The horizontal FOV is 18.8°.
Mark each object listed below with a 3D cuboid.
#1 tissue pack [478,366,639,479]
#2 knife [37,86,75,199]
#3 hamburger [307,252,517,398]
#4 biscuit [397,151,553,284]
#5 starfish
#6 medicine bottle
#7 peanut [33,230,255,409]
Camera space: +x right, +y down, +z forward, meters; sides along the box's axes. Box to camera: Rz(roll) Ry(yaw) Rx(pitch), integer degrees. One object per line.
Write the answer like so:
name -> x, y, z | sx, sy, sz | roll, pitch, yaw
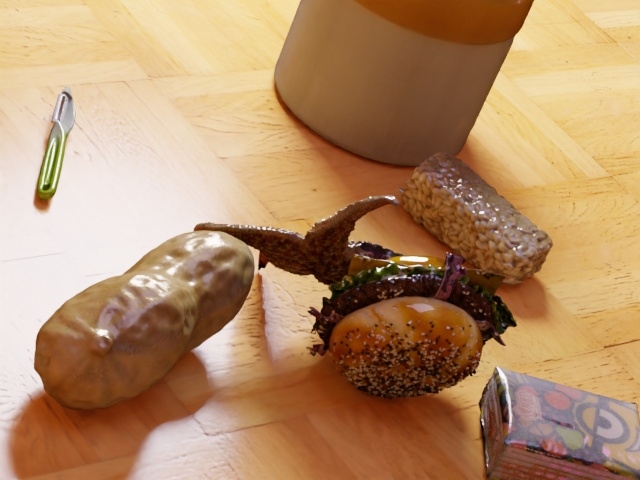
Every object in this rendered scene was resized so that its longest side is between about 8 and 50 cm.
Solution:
tissue pack -> 0.221, 0.182, 1.752 | 0.148, 0.060, 0.109 | 17, 32, -12
knife -> -0.257, -0.094, 1.892 | 0.022, 0.026, 0.184 | -16, 35, 13
hamburger -> 0.084, 0.081, 1.731 | 0.189, 0.164, 0.093 | -4, 59, -1
biscuit -> 0.162, -0.022, 2.005 | 0.168, 0.070, 0.082 | 41, 45, 23
starfish -> -0.002, 0.008, 1.751 | 0.213, 0.238, 0.057 | 16, 69, -15
medicine bottle -> 0.092, -0.238, 2.120 | 0.237, 0.232, 0.238 | 16, 34, -11
peanut -> -0.144, 0.065, 1.652 | 0.117, 0.101, 0.263 | -8, 14, 31
